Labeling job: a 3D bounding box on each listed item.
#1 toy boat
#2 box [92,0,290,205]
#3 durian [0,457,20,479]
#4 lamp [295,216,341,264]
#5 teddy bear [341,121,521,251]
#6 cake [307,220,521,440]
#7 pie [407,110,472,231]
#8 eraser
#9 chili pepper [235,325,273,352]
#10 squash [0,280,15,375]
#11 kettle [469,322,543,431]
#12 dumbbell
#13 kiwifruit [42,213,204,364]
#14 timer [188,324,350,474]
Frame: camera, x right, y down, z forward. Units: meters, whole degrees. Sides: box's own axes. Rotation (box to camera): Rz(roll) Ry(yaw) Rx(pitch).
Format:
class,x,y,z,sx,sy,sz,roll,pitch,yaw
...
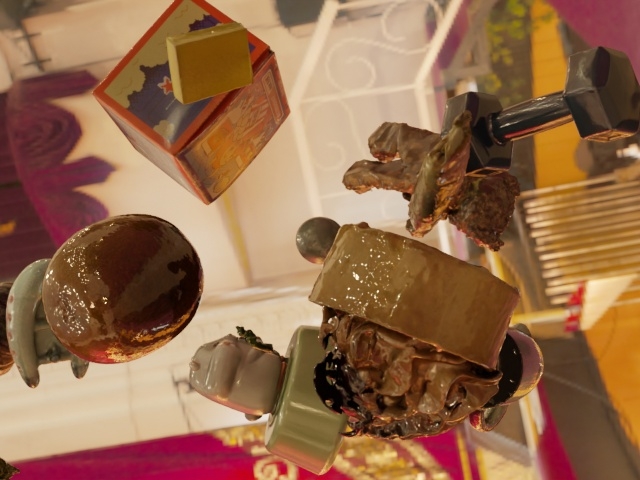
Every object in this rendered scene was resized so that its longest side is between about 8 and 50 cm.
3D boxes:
class,x,y,z,sx,sy,sz,roll,pitch,yaw
toy boat,-0.416,0.131,1.489,0.079,0.134,0.208,-147,55,-62
box,-0.268,-0.304,2.137,0.257,0.318,0.349,39,170,14
durian,-0.432,0.235,1.007,0.100,0.215,0.086,100,178,-79
lamp,0.000,0.000,2.030,0.105,0.105,0.105,-10,-90,-84
teddy bear,0.227,-0.109,1.901,0.246,0.296,0.222,-57,-49,-28
cake,0.119,0.168,1.516,0.332,0.332,0.321,46,-115,-79
pie,0.192,-0.103,1.526,0.129,0.068,0.282,-55,-12,-18
eraser,-0.168,-0.271,1.464,0.045,0.122,0.097,41,142,48
chili pepper,-0.116,0.174,1.671,0.083,0.022,0.027,36,-119,-27
squash,-0.614,0.171,1.843,0.156,0.193,0.193,59,-175,4
kettle,0.338,0.268,1.877,0.236,0.161,0.221,10,-87,-64
dumbbell,0.355,-0.203,1.564,0.143,0.316,0.156,36,-125,-35
kiwifruit,-0.262,0.063,1.317,0.234,0.196,0.196,-20,-79,-60
timer,-0.103,0.277,1.885,0.291,0.315,0.291,-163,90,-85
